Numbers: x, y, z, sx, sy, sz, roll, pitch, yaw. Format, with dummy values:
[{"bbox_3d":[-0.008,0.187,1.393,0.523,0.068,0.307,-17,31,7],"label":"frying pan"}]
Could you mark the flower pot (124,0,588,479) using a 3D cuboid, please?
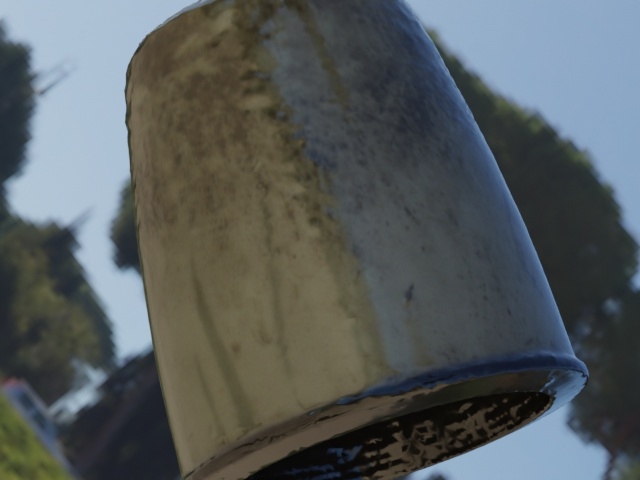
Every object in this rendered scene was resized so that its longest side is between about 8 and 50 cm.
[{"bbox_3d":[0.000,0.000,1.357,0.293,0.294,0.330,101,-28,-69],"label":"flower pot"}]
